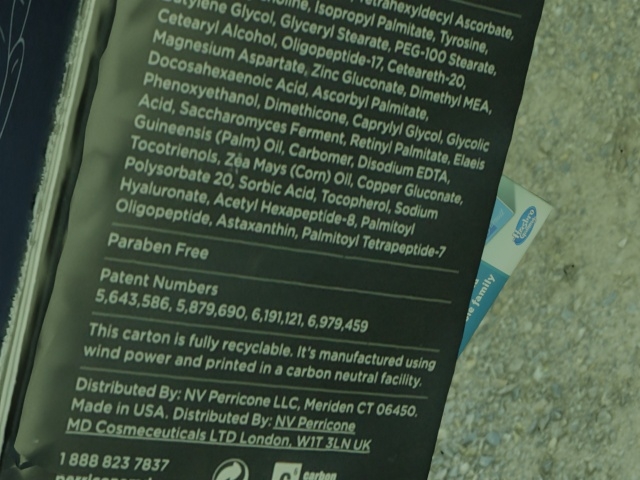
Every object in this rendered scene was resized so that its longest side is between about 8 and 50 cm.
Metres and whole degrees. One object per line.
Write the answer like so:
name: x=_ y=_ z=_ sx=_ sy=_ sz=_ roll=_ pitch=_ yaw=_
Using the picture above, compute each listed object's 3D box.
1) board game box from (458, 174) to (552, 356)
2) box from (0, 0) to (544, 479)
board game box: x=0.000 y=0.000 z=1.501 sx=0.336 sy=0.079 sz=0.253 roll=28 pitch=95 yaw=-36
box: x=-0.130 y=-0.123 z=1.119 sx=0.297 sy=0.480 sz=0.471 roll=7 pitch=100 yaw=-35
